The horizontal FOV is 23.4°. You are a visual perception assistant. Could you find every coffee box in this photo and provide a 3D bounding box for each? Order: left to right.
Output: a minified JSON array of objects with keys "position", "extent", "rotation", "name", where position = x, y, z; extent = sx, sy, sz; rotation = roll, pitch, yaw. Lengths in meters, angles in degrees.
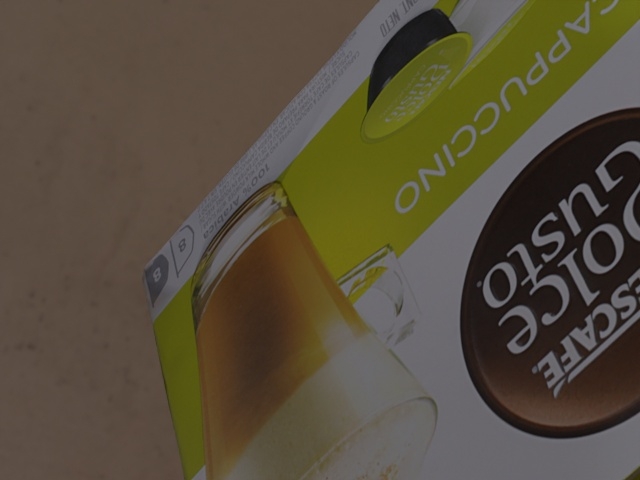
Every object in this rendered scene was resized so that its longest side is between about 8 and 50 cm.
[{"position":[0.162,0.074,0.766],"extent":[0.338,0.337,0.334],"rotation":[25,30,-33],"name":"coffee box"}]
